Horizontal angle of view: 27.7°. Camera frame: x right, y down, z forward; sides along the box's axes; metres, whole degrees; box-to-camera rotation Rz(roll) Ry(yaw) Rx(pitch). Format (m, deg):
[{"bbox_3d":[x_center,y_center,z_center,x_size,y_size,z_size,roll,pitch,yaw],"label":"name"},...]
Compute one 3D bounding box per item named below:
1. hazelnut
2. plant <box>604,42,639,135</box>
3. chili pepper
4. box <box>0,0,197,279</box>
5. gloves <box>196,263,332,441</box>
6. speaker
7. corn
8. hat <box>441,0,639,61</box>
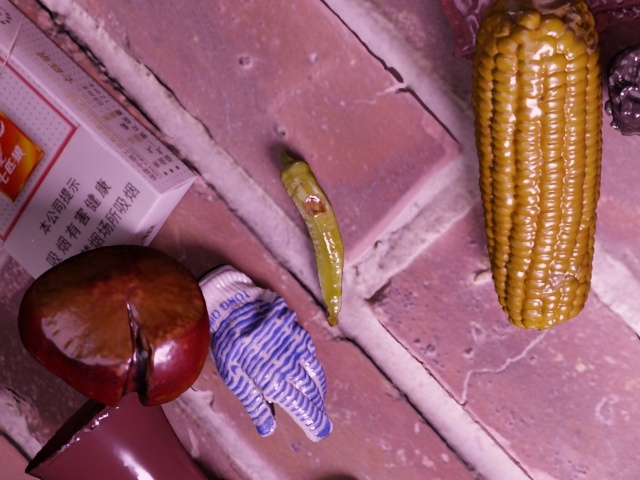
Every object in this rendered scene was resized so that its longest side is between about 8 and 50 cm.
[{"bbox_3d":[-0.223,0.093,1.403,0.204,0.178,0.178,1,113,-12],"label":"hazelnut"},{"bbox_3d":[0.298,-0.134,1.168,0.094,0.143,0.092,-13,84,21],"label":"plant"},{"bbox_3d":[0.001,0.000,1.410,0.049,0.043,0.208,-13,103,15],"label":"chili pepper"},{"bbox_3d":[-0.330,-0.102,1.500,0.330,0.095,0.210,44,120,7],"label":"box"},{"bbox_3d":[-0.064,0.129,1.450,0.119,0.097,0.229,-40,85,-6],"label":"gloves"},{"bbox_3d":[-0.205,0.342,1.521,0.329,0.259,0.198,53,150,-4],"label":"speaker"},{"bbox_3d":[0.203,-0.072,1.215,0.120,0.120,0.363,10,126,22],"label":"corn"},{"bbox_3d":[0.191,-0.312,1.168,0.237,0.107,0.286,-16,106,19],"label":"hat"}]
